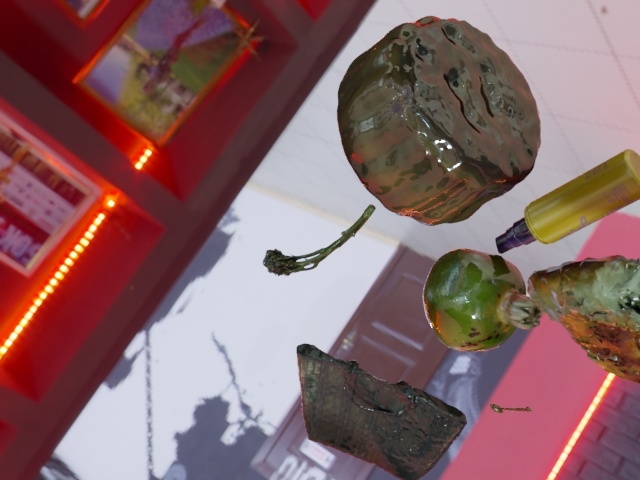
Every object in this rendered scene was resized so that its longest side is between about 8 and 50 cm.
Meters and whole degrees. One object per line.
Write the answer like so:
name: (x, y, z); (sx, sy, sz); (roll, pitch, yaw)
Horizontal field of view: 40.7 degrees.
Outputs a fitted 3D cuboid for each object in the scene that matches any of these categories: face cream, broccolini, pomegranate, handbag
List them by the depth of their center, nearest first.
broccolini: (0.003, 0.005, 1.254); (0.052, 0.194, 0.054); (51, -162, -34)
handbag: (0.080, 0.256, 1.291); (0.270, 0.088, 0.175); (21, 137, 16)
face cream: (0.393, -0.049, 1.385); (0.078, 0.078, 0.273); (38, 131, -24)
pomegranate: (0.271, 0.101, 1.420); (0.180, 0.180, 0.210); (40, 166, -33)

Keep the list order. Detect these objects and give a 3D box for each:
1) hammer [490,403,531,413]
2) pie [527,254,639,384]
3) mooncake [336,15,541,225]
hammer: (0.346, 0.306, 1.565); (0.029, 0.014, 0.123); (32, 163, -11)
pie: (0.400, 0.102, 0.945); (0.355, 0.103, 0.288); (13, 165, 16)
mooncake: (0.168, -0.171, 1.209); (0.290, 0.290, 0.161); (37, 142, -18)
